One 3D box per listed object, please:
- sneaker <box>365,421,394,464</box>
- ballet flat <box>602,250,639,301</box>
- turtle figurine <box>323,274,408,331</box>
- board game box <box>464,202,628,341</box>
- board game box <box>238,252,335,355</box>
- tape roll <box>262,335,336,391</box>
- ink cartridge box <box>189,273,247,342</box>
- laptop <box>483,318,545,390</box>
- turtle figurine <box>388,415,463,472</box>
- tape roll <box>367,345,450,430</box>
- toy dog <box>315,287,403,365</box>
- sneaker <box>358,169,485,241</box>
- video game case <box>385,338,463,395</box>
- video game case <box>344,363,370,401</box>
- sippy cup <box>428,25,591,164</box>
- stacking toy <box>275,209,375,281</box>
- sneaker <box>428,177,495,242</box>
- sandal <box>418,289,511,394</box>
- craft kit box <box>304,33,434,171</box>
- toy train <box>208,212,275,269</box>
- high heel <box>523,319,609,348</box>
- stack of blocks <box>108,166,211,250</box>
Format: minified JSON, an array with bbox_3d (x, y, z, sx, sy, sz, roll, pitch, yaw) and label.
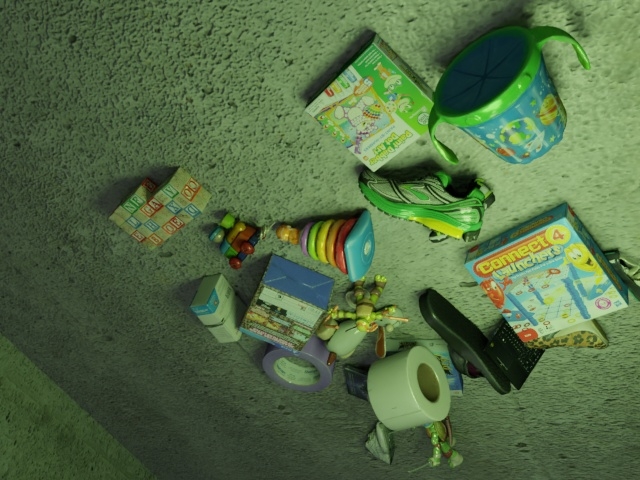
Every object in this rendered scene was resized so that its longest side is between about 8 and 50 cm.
[{"bbox_3d":[0.253,0.882,2.385,0.129,0.111,0.297,8,133,17],"label":"sneaker"},{"bbox_3d":[0.842,0.095,1.484,0.203,0.074,0.074,38,131,-16],"label":"ballet flat"},{"bbox_3d":[0.152,0.205,1.690,0.269,0.217,0.087,-8,130,23],"label":"turtle figurine"},{"bbox_3d":[0.609,0.098,1.493,0.308,0.086,0.302,-33,102,37],"label":"board game box"},{"bbox_3d":[-0.117,0.221,1.841,0.231,0.141,0.291,24,135,-6],"label":"board game box"},{"bbox_3d":[-0.081,0.468,2.103,0.274,0.090,0.275,8,134,8],"label":"tape roll"},{"bbox_3d":[-0.351,0.242,1.927,0.085,0.148,0.203,-12,128,25],"label":"ink cartridge box"},{"bbox_3d":[0.677,0.320,1.696,0.234,0.264,0.136,47,165,-25],"label":"laptop"},{"bbox_3d":[0.436,0.821,2.211,0.266,0.275,0.197,43,164,-28],"label":"turtle figurine"},{"bbox_3d":[0.294,0.492,1.818,0.169,0.246,0.246,-29,119,36],"label":"tape roll"},{"bbox_3d":[0.119,0.330,1.860,0.220,0.161,0.334,28,134,-11],"label":"toy dog"},{"bbox_3d":[0.259,-0.122,1.409,0.343,0.134,0.147,20,110,18],"label":"sneaker"},{"bbox_3d":[0.377,0.461,1.977,0.244,0.061,0.270,-5,130,20],"label":"video game case"},{"bbox_3d":[0.226,0.583,2.110,0.274,0.026,0.196,16,140,24],"label":"video game case"},{"bbox_3d":[0.399,-0.287,1.163,0.224,0.240,0.305,35,158,-31],"label":"sippy cup"},{"bbox_3d":[0.000,0.000,1.609,0.301,0.175,0.166,10,133,24],"label":"stacking toy"},{"bbox_3d":[0.364,-0.085,1.469,0.097,0.084,0.234,50,131,4],"label":"sneaker"},{"bbox_3d":[0.454,0.336,1.770,0.446,0.168,0.107,45,123,-13],"label":"sandal"},{"bbox_3d":[0.131,-0.319,1.318,0.246,0.061,0.249,36,132,-21],"label":"craft kit box"},{"bbox_3d":[-0.244,-0.033,1.679,0.143,0.105,0.248,39,132,-2],"label":"toy train"},{"bbox_3d":[0.748,0.301,1.662,0.261,0.093,0.186,31,124,-30],"label":"high heel"},{"bbox_3d":[-0.497,-0.105,1.685,0.297,0.087,0.171,-29,118,36],"label":"stack of blocks"}]
